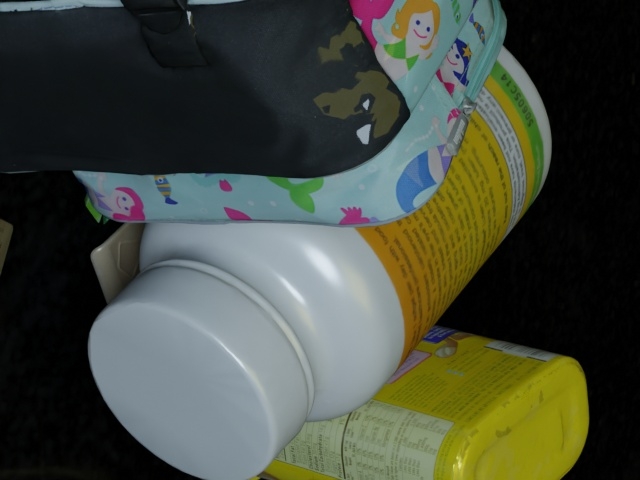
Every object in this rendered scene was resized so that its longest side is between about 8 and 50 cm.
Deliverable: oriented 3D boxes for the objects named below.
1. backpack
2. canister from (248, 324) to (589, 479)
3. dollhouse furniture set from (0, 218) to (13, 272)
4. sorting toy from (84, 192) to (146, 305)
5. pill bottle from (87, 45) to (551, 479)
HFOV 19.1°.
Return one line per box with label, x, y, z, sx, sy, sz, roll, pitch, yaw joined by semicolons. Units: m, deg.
backpack;-0.026;-0.132;0.796;0.191;0.225;0.253;58;44;-43
canister;0.036;0.088;0.969;0.126;0.170;0.073;-31;122;-43
dollhouse furniture set;-0.208;0.013;0.764;0.151;0.123;0.144;62;43;-85
sorting toy;-0.089;0.000;0.920;0.062;0.012;0.083;-44;131;-38
pill bottle;0.000;0.000;0.912;0.245;0.136;0.136;-47;133;-41
